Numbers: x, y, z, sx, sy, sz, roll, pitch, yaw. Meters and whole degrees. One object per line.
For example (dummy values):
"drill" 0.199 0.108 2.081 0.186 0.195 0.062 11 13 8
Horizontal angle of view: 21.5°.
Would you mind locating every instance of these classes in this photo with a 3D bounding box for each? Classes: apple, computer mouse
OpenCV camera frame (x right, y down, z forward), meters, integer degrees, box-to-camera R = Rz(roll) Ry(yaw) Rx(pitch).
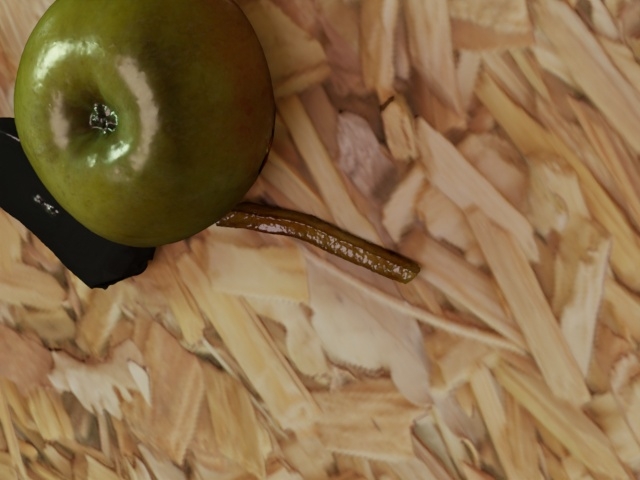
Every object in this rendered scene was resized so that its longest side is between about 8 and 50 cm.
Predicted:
"apple" -0.161 -0.119 1.526 0.260 0.194 0.261 9 110 26
"computer mouse" -0.251 -0.047 1.675 0.217 0.073 0.122 43 135 -1

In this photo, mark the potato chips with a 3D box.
"potato chips" 0.000 0.000 1.578 0.204 0.037 0.026 19 126 17
